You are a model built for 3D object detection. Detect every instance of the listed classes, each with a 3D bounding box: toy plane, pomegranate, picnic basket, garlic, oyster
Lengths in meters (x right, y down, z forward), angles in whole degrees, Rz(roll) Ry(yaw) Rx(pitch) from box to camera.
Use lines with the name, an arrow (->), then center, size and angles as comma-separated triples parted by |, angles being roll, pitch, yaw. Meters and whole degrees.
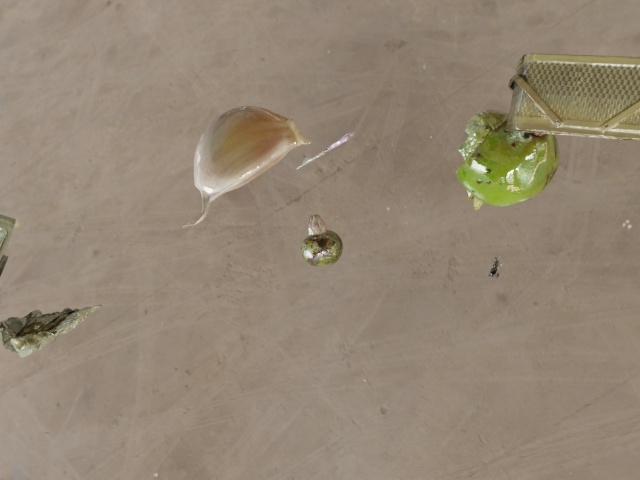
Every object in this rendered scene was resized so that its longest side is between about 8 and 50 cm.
toy plane -> 0.574, 0.088, 1.545 | 0.031, 0.049, 0.121 | 15, 29, 24
pomegranate -> -0.007, 0.007, 1.470 | 0.126, 0.138, 0.163 | -36, 86, 39
picnic basket -> 0.499, -0.275, 0.915 | 0.267, 0.165, 0.139 | 9, 104, 14
pomegranate -> 0.472, -0.198, 1.233 | 0.261, 0.340, 0.260 | 0, 62, 0
garlic -> -0.168, -0.144, 0.850 | 0.266, 0.128, 0.148 | -45, 24, -3
oyster -> -0.269, 0.089, 0.477 | 0.098, 0.100, 0.037 | -6, 95, 41

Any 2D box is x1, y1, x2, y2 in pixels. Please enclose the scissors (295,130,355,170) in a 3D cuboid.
scissors -> 0.012, -0.271, 1.428 | 0.212, 0.110, 0.021 | -28, 98, 8

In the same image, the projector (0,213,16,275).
projector -> -0.427, 0.112, 0.514 | 0.259, 0.079, 0.257 | -25, 49, 49
